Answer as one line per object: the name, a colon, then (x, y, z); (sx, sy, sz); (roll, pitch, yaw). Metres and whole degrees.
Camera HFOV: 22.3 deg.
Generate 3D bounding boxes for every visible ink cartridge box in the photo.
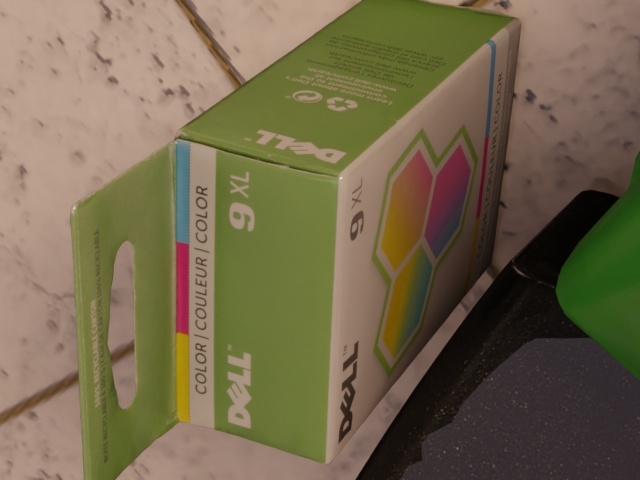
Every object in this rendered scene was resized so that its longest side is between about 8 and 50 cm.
ink cartridge box: (0.000, 0.000, 0.553); (0.062, 0.209, 0.109); (16, 121, 22)

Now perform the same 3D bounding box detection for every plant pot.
plant pot: (0.111, 0.089, 0.570); (0.187, 0.188, 0.167); (22, 111, 15)

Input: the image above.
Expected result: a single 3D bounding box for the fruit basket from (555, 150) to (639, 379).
fruit basket: (0.286, -0.008, 0.339); (0.392, 0.283, 0.392); (30, 154, 16)
